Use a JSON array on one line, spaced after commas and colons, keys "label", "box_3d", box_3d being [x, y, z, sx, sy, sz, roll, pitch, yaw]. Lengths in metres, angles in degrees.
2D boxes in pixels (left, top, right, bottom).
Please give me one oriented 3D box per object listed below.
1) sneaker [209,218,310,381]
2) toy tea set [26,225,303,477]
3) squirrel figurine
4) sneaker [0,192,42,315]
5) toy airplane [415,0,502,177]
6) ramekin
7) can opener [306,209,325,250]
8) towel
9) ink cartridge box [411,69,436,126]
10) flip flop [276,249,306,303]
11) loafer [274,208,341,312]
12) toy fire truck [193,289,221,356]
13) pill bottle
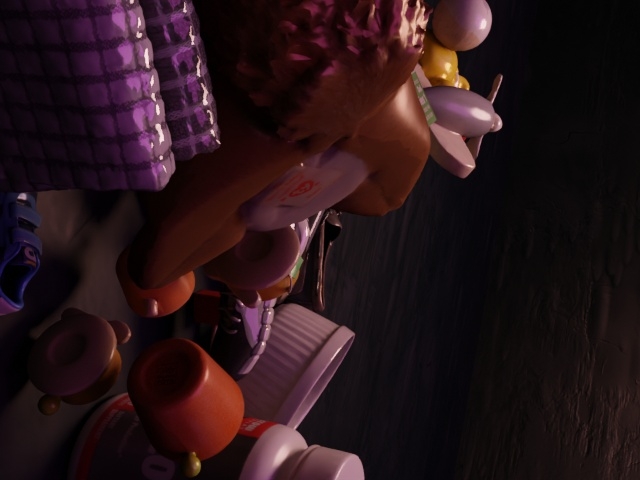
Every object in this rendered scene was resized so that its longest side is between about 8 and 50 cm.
[{"label": "sneaker", "box_3d": [-0.111, 0.049, 0.964, 0.132, 0.086, 0.228, 26, 84, -44]}, {"label": "toy tea set", "box_3d": [-0.118, 0.069, 0.823, 0.336, 0.200, 0.124, -55, 149, -27]}, {"label": "squirrel figurine", "box_3d": [-0.086, -0.212, 0.674, 0.370, 0.281, 0.397, 63, -20, 18]}, {"label": "sneaker", "box_3d": [-0.262, -0.002, 0.700, 0.053, 0.059, 0.144, 35, 63, -64]}, {"label": "toy airplane", "box_3d": [0.116, -0.284, 1.201, 0.386, 0.272, 0.384, 55, 16, -7]}, {"label": "ramekin", "box_3d": [-0.054, 0.185, 1.131, 0.207, 0.109, 0.207, -54, 170, -15]}, {"label": "can opener", "box_3d": [-0.025, -0.075, 1.273, 0.074, 0.093, 0.280, 130, -19, -67]}, {"label": "towel", "box_3d": [-0.210, -0.153, 0.485, 0.121, 0.284, 0.235, -54, 142, -50]}, {"label": "ink cartridge box", "box_3d": [-0.022, -0.215, 0.925, 0.278, 0.201, 0.117, 65, 27, -9]}, {"label": "flip flop", "box_3d": [-0.096, -0.042, 1.101, 0.112, 0.080, 0.277, -52, 128, -45]}, {"label": "loafer", "box_3d": [0.000, 0.000, 1.328, 0.096, 0.084, 0.267, 59, 43, -57]}, {"label": "toy fire truck", "box_3d": [-0.157, 0.171, 1.035, 0.135, 0.047, 0.192, -33, 127, -65]}, {"label": "pill bottle", "box_3d": [-0.107, 0.263, 0.864, 0.161, 0.283, 0.161, 7, 90, -69]}]
